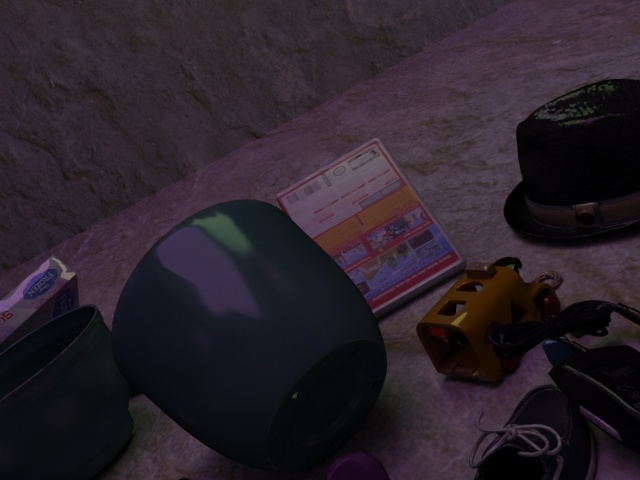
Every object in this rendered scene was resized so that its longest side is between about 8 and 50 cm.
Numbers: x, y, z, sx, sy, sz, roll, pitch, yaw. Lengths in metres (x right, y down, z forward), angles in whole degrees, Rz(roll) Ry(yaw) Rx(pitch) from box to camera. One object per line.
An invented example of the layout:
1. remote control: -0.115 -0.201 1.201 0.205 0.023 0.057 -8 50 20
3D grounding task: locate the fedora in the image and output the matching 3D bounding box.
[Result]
1. fedora: 0.402 -0.137 1.116 0.334 0.153 0.334 -25 20 10

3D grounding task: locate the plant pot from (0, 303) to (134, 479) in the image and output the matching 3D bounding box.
1. plant pot: -0.416 0.266 1.193 0.293 0.196 0.293 -29 16 9

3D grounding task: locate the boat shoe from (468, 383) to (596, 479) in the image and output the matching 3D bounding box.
1. boat shoe: 0.177 0.210 0.687 0.095 0.079 0.254 -14 24 42

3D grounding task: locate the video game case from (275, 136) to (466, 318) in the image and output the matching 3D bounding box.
1. video game case: 0.072 -0.018 1.223 0.204 0.025 0.285 -30 57 0

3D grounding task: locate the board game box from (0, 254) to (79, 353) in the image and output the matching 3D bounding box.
1. board game box: -0.582 0.225 1.433 0.318 0.066 0.319 -50 -10 -33

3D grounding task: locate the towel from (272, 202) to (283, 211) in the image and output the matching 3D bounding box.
1. towel: 0.000 0.000 1.397 0.283 0.121 0.235 -21 23 18

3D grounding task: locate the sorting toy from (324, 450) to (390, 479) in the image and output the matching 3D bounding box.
1. sorting toy: -0.090 0.329 0.771 0.365 0.127 0.126 -34 -3 -8

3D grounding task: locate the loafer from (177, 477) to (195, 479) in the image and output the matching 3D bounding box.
1. loafer: -0.173 0.312 0.859 0.078 0.076 0.223 -23 -3 -2

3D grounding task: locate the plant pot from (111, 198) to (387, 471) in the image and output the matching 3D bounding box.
1. plant pot: -0.064 0.133 0.923 0.293 0.293 0.235 -37 50 -20

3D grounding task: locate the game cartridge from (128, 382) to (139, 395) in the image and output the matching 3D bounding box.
1. game cartridge: -0.416 0.247 1.461 0.297 0.062 0.198 -23 25 19

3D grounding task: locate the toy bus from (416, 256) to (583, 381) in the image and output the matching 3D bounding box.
1. toy bus: 0.208 0.077 0.933 0.190 0.104 0.202 -26 20 10

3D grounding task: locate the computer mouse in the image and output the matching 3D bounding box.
1. computer mouse: 0.305 0.134 0.734 0.184 0.060 0.262 -13 22 -29
